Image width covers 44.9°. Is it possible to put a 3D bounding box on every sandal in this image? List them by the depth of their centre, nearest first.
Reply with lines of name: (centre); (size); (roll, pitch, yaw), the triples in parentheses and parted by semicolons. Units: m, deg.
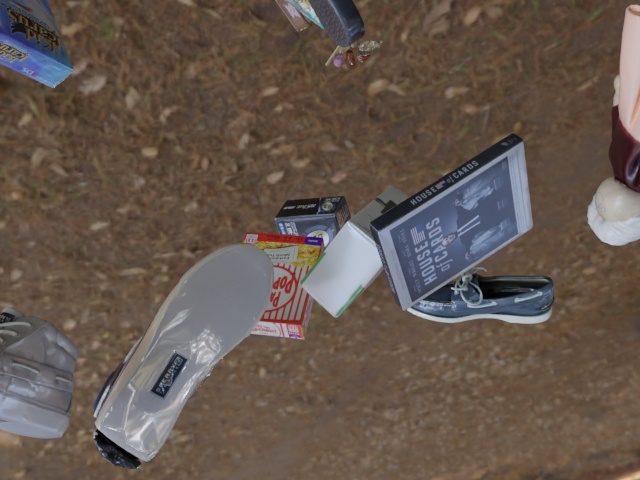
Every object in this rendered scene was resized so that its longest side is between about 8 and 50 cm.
sandal: (-0.013, -0.353, 0.912); (0.054, 0.097, 0.254); (-35, 116, -10)

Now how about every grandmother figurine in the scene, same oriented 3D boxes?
grandmother figurine: (0.400, -0.141, 0.959); (0.104, 0.208, 0.342); (4, 129, 7)

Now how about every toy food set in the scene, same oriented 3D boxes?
toy food set: (0.062, -0.376, 1.543); (0.122, 0.019, 0.078); (-13, 153, -44)

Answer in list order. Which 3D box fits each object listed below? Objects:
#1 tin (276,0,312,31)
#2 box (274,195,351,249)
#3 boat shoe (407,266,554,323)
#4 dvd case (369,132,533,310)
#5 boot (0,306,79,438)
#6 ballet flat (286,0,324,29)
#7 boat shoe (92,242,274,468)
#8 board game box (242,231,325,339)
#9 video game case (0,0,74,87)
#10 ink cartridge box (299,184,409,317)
tin: (-0.073, -0.568, 1.800); (0.040, 0.106, 0.189); (-16, 146, 21)
box: (0.000, 0.000, 1.723); (0.147, 0.077, 0.180); (-2, 123, 25)
boat shoe: (0.274, 0.093, 1.340); (0.255, 0.095, 0.079); (3, 124, 14)
dvd case: (0.190, -0.022, 1.085); (0.239, 0.029, 0.179); (-32, 136, -9)
boot: (-0.367, 0.129, 0.845); (0.095, 0.123, 0.258); (-7, 152, 21)
ballet flat: (-0.050, -0.411, 1.182); (0.241, 0.091, 0.077); (23, 124, -34)
boat shoe: (-0.205, 0.143, 1.090); (0.127, 0.340, 0.158); (42, 167, -18)
board game box: (-0.081, 0.075, 1.352); (0.147, 0.193, 0.045); (4, 140, 12)
video game case: (-0.559, -0.409, 1.296); (0.061, 0.244, 0.269); (-32, 158, 18)
ink cartridge box: (0.076, 0.013, 1.272); (0.153, 0.087, 0.208); (-53, 172, 30)
